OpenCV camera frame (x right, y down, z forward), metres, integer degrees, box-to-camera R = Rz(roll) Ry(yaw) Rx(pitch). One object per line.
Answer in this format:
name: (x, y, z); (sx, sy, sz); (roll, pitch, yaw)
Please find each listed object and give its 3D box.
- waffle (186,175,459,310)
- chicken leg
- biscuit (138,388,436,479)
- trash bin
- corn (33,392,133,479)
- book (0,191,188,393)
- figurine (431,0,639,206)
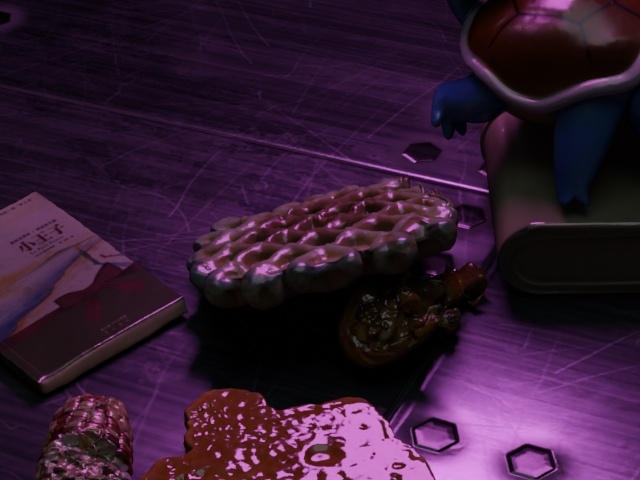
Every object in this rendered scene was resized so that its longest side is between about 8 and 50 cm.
waffle: (0.000, 0.000, 1.830); (0.292, 0.056, 0.309); (-16, 16, -4)
chicken leg: (0.105, 0.066, 1.784); (0.207, 0.101, 0.085); (-24, 74, -39)
biscuit: (-0.026, 0.256, 1.557); (0.269, 0.051, 0.376); (-19, 39, -21)
trash bin: (0.306, -0.055, 1.912); (0.243, 0.121, 0.247); (-1, 39, 2)
corn: (-0.215, 0.239, 1.559); (0.098, 0.098, 0.290); (-3, 35, 1)
book: (-0.308, 0.053, 1.880); (0.201, 0.026, 0.289); (-32, 45, -31)
figurine: (0.276, -0.206, 1.870); (0.416, 0.243, 0.298); (36, 43, 11)
